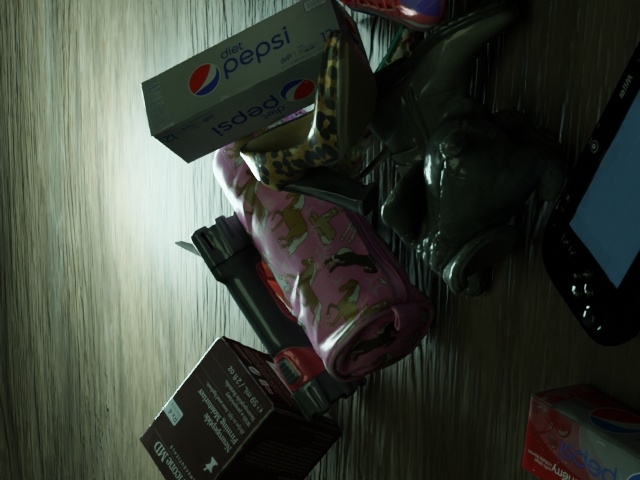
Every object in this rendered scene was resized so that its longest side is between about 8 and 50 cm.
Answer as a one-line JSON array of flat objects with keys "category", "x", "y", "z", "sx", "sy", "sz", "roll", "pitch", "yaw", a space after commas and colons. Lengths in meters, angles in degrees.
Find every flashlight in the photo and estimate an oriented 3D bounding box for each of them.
[{"category": "flashlight", "x": -0.057, "y": 0.099, "z": 1.742, "sx": 0.304, "sy": 0.103, "sz": 0.103, "roll": 57, "pitch": 177, "yaw": 9}]

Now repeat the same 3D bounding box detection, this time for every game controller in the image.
[{"category": "game controller", "x": 0.310, "y": -0.050, "z": 1.219, "sx": 0.166, "sy": 0.067, "sz": 0.319, "roll": 54, "pitch": 139, "yaw": 36}]

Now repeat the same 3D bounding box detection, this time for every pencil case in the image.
[{"category": "pencil case", "x": 0.000, "y": 0.000, "z": 1.642, "sx": 0.386, "sy": 0.160, "sz": 0.167, "roll": 59, "pitch": 174, "yaw": 30}]

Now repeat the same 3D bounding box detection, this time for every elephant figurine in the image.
[{"category": "elephant figurine", "x": 0.156, "y": -0.019, "z": 1.358, "sx": 0.169, "sy": 0.186, "sz": 0.239, "roll": -99, "pitch": 30, "yaw": -59}]

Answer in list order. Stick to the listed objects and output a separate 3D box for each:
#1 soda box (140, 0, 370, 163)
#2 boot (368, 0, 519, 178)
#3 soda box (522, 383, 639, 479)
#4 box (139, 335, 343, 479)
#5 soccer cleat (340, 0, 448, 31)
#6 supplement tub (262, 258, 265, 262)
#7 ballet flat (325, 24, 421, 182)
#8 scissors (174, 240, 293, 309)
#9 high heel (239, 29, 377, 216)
[{"category": "soda box", "x": -0.085, "y": -0.209, "z": 1.618, "sx": 0.286, "sy": 0.098, "sz": 0.091, "roll": -25, "pitch": 61, "yaw": 17}, {"category": "boot", "x": 0.159, "y": -0.160, "z": 1.425, "sx": 0.246, "sy": 0.083, "sz": 0.161, "roll": -33, "pitch": 94, "yaw": 35}, {"category": "soda box", "x": 0.323, "y": 0.238, "z": 1.258, "sx": 0.263, "sy": 0.083, "sz": 0.092, "roll": 30, "pitch": 121, "yaw": 52}, {"category": "box", "x": -0.115, "y": 0.281, "z": 1.813, "sx": 0.203, "sy": 0.167, "sz": 0.168, "roll": -52, "pitch": 49, "yaw": 10}, {"category": "soccer cleat", "x": 0.075, "y": -0.289, "z": 1.455, "sx": 0.248, "sy": 0.095, "sz": 0.083, "roll": -136, "pitch": 43, "yaw": -67}, {"category": "supplement tub", "x": -0.073, "y": -0.015, "z": 1.830, "sx": 0.071, "sy": 0.071, "sz": 0.107, "roll": 63, "pitch": 143, "yaw": 26}, {"category": "ballet flat", "x": 0.074, "y": -0.156, "z": 1.547, "sx": 0.241, "sy": 0.077, "sz": 0.091, "roll": -58, "pitch": 6, "yaw": 21}, {"category": "scissors", "x": -0.096, "y": 0.055, "z": 1.831, "sx": 0.297, "sy": 0.021, "sz": 0.109, "roll": 4, "pitch": 121, "yaw": 38}, {"category": "high heel", "x": -0.030, "y": -0.148, "z": 1.444, "sx": 0.186, "sy": 0.093, "sz": 0.261, "roll": 21, "pitch": 140, "yaw": 25}]
